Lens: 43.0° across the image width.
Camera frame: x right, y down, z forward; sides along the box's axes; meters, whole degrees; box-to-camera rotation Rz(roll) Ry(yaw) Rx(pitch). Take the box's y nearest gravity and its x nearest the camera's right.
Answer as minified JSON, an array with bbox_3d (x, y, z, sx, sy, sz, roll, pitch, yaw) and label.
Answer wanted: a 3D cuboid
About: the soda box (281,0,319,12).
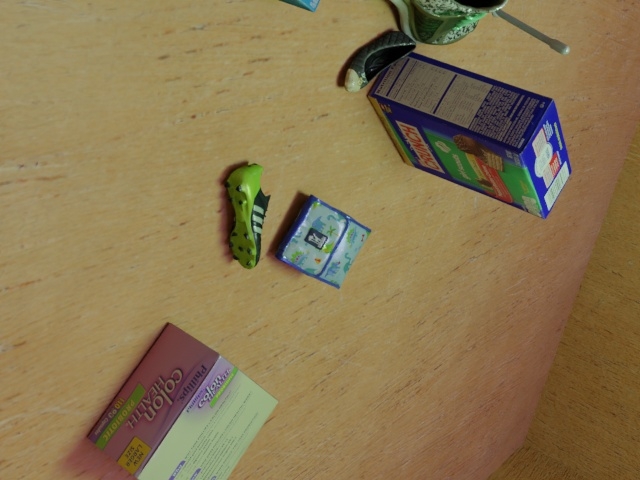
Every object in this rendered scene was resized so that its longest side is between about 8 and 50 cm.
[{"bbox_3d":[-0.071,-0.374,1.058,0.210,0.071,0.067,18,98,-59],"label":"soda box"}]

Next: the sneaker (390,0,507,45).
[{"bbox_3d":[0.228,-0.403,1.370,0.158,0.182,0.410,-66,158,9],"label":"sneaker"}]

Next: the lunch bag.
[{"bbox_3d":[0.000,0.000,1.440,0.151,0.096,0.129,29,90,-45],"label":"lunch bag"}]

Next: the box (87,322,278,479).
[{"bbox_3d":[-0.210,0.285,1.303,0.214,0.117,0.243,-56,150,-13],"label":"box"}]

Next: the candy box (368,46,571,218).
[{"bbox_3d":[0.275,-0.193,1.485,0.122,0.317,0.268,-57,148,-8],"label":"candy box"}]

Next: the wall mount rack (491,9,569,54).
[{"bbox_3d":[0.329,-0.488,1.419,0.350,0.130,0.304,39,42,-59],"label":"wall mount rack"}]

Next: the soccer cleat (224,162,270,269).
[{"bbox_3d":[-0.107,-0.036,1.275,0.072,0.060,0.179,-35,137,-41],"label":"soccer cleat"}]

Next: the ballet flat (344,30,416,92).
[{"bbox_3d":[0.100,-0.308,1.392,0.173,0.049,0.057,-45,144,-28],"label":"ballet flat"}]
